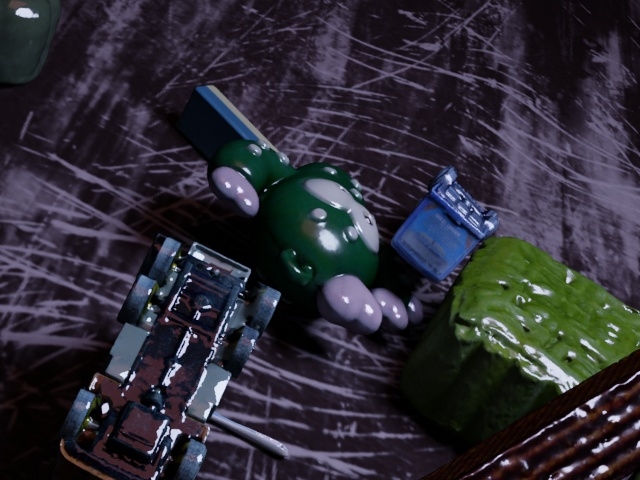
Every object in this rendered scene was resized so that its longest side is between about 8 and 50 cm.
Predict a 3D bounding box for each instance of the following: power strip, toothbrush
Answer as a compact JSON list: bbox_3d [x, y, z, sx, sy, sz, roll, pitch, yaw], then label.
[{"bbox_3d":[-0.095,-0.104,1.547,0.032,0.056,0.123,-13,51,-49],"label":"power strip"},{"bbox_3d":[-0.096,0.137,1.233,0.162,0.017,0.014,28,15,-2],"label":"toothbrush"}]

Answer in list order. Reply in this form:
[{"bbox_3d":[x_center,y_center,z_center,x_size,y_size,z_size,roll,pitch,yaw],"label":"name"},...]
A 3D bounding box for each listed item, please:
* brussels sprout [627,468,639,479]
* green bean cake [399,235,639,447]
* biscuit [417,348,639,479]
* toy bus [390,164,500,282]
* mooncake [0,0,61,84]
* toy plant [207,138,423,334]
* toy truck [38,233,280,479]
[{"bbox_3d":[0.374,0.293,1.172,0.274,0.242,0.316,1,47,-27],"label":"brussels sprout"},{"bbox_3d":[0.207,0.116,1.406,0.222,0.125,0.248,34,32,7],"label":"green bean cake"},{"bbox_3d":[0.204,0.168,1.206,0.388,0.107,0.073,-25,86,-26],"label":"biscuit"},{"bbox_3d":[0.121,-0.017,1.495,0.079,0.094,0.236,48,7,1],"label":"toy bus"},{"bbox_3d":[-0.346,-0.237,1.498,0.175,0.104,0.168,35,37,16],"label":"mooncake"},{"bbox_3d":[-0.004,-0.003,1.416,0.232,0.112,0.243,50,19,17],"label":"toy plant"},{"bbox_3d":[-0.123,0.109,1.140,0.108,0.140,0.256,26,48,-5],"label":"toy truck"}]
